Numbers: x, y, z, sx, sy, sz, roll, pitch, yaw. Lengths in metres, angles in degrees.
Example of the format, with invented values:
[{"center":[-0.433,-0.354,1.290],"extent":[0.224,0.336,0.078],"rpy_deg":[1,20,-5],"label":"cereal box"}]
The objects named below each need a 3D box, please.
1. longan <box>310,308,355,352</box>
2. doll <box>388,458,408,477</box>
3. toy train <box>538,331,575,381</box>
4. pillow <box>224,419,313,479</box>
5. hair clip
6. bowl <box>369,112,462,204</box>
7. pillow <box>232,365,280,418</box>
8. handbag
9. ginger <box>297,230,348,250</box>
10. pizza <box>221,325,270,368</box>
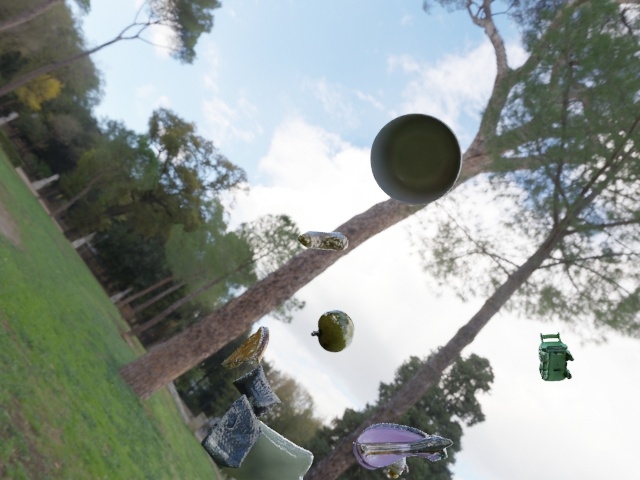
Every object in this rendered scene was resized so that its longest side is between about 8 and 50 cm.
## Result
[{"center":[0.044,0.331,1.610],"extent":[0.145,0.176,0.154],"rpy_deg":[133,-56,-64],"label":"longan"},{"center":[0.335,0.944,1.862],"extent":[0.084,0.073,0.127],"rpy_deg":[26,-69,24],"label":"doll"},{"center":[0.735,0.373,1.397],"extent":[0.081,0.099,0.149],"rpy_deg":[-73,155,-66],"label":"toy train"},{"center":[-0.217,0.912,1.814],"extent":[0.323,0.255,0.120],"rpy_deg":[26,0,13],"label":"pillow"},{"center":[0.260,0.653,1.414],"extent":[0.096,0.359,0.110],"rpy_deg":[163,-67,-70],"label":"hair clip"},{"center":[0.316,-0.265,1.430],"extent":[0.287,0.144,0.286],"rpy_deg":[7,-74,23],"label":"bowl"},{"center":[-0.277,0.666,1.932],"extent":[0.208,0.141,0.055],"rpy_deg":[65,-18,-13],"label":"pillow"},{"center":[-0.323,0.717,1.642],"extent":[0.089,0.270,0.175],"rpy_deg":[-20,-78,29],"label":"handbag"},{"center":[-0.001,0.000,1.646],"extent":[0.137,0.214,0.074],"rpy_deg":[-177,-93,-65],"label":"ginger"},{"center":[-0.237,0.364,1.407],"extent":[0.052,0.195,0.185],"rpy_deg":[51,20,-15],"label":"pizza"}]
